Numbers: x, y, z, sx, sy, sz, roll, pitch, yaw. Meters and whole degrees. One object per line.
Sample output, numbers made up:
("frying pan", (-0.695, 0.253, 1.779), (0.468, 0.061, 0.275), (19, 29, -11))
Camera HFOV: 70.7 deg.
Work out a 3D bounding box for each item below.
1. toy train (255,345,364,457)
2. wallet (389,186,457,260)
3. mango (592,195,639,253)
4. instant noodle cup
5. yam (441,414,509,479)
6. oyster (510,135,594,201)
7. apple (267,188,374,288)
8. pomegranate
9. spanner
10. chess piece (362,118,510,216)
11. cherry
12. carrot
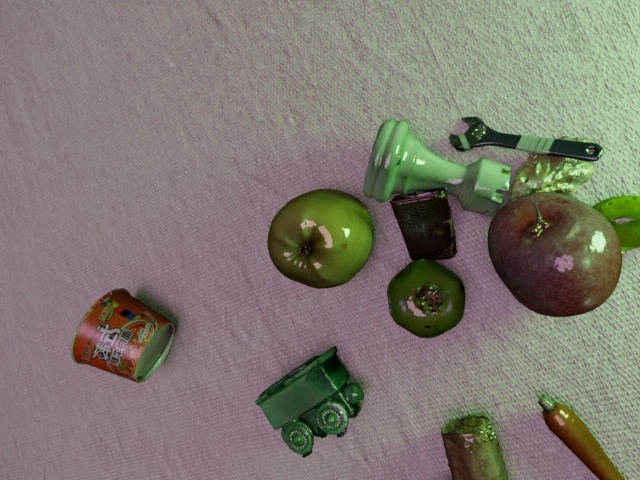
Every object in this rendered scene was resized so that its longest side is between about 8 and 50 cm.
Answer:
("toy train", (-0.019, 0.430, 1.193), (0.266, 0.145, 0.201), (-38, 78, 18))
("wallet", (0.243, -0.026, 1.035), (0.122, 0.232, 0.031), (-7, 50, 20))
("mango", (0.644, -0.037, 0.935), (0.179, 0.100, 0.119), (1, 134, 13))
("instant noodle cup", (-0.569, 0.290, 1.344), (0.192, 0.250, 0.250), (23, 102, 8))
("yam", (0.368, 0.537, 1.068), (0.130, 0.128, 0.238), (-17, 93, -9))
("oyster", (0.503, -0.147, 0.991), (0.209, 0.072, 0.132), (-21, 90, 19))
("apple", (0.000, 0.000, 1.107), (0.263, 0.262, 0.261), (2, 95, 20))
("pomegranate", (0.241, 0.133, 1.029), (0.187, 0.225, 0.186), (-2, 82, 12))
("spanner", (0.446, -0.222, 0.999), (0.316, 0.024, 0.086), (16, 81, 29))
("chess piece", (0.264, -0.152, 1.031), (0.300, 0.194, 0.194), (17, 100, 9))
("cherry", (0.472, 0.038, 0.919), (0.221, 0.261, 0.307), (-27, 127, -2))
("carrot", (0.609, 0.481, 1.014), (0.069, 0.069, 0.336), (-42, 86, 18))
